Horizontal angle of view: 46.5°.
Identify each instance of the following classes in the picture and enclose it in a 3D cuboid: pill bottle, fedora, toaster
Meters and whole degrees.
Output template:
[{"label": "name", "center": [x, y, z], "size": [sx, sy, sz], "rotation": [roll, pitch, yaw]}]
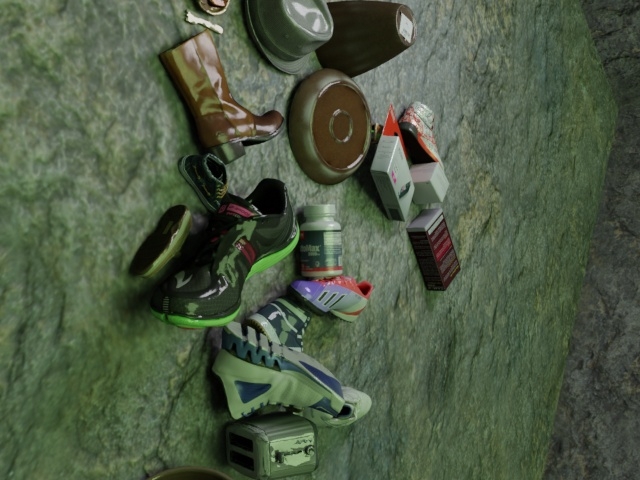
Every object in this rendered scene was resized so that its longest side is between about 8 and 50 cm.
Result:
[{"label": "pill bottle", "center": [0.000, 0.000, 1.906], "size": [0.108, 0.107, 0.180], "rotation": [-3, 90, -52]}, {"label": "fedora", "center": [-0.058, -0.549, 1.837], "size": [0.275, 0.124, 0.244], "rotation": [35, 62, -46]}, {"label": "toaster", "center": [-0.116, 0.459, 1.675], "size": [0.146, 0.227, 0.129], "rotation": [-1, 90, -35]}]

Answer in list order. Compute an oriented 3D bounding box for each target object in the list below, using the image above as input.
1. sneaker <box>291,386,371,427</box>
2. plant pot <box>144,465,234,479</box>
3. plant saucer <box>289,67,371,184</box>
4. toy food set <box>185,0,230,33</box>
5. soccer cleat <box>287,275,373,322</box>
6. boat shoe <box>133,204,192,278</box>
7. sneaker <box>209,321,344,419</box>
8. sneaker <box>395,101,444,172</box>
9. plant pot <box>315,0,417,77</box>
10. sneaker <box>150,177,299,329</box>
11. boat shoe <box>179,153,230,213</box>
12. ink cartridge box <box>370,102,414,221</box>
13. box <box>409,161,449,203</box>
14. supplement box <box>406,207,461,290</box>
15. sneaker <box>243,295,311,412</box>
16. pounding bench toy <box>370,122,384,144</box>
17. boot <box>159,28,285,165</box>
[{"label": "sneaker", "center": [0.053, 0.444, 1.941], "size": [0.297, 0.129, 0.111], "rotation": [6, 82, -53]}, {"label": "plant pot", "center": [-0.260, 0.620, 1.460], "size": [0.263, 0.262, 0.230], "rotation": [-36, 133, -47]}, {"label": "plant saucer", "center": [0.042, -0.302, 1.984], "size": [0.310, 0.050, 0.311], "rotation": [-7, 100, -45]}, {"label": "toy food set", "center": [-0.243, -0.570, 1.668], "size": [0.132, 0.038, 0.192], "rotation": [9, 82, -52]}, {"label": "soccer cleat", "center": [0.028, 0.130, 1.898], "size": [0.116, 0.108, 0.318], "rotation": [-53, 148, 9]}, {"label": "boat shoe", "center": [-0.313, 0.015, 1.539], "size": [0.190, 0.068, 0.072], "rotation": [-60, 144, -34]}, {"label": "sneaker", "center": [-0.116, 0.329, 1.674], "size": [0.315, 0.127, 0.182], "rotation": [30, 100, -7]}, {"label": "sneaker", "center": [0.341, -0.318, 2.372], "size": [0.270, 0.090, 0.145], "rotation": [48, 55, -37]}, {"label": "plant pot", "center": [0.134, -0.553, 2.000], "size": [0.215, 0.230, 0.216], "rotation": [2, 88, -53]}, {"label": "sneaker", "center": [-0.204, 0.014, 1.564], "size": [0.483, 0.185, 0.202], "rotation": [-53, 148, -52]}, {"label": "boat shoe", "center": [-0.227, -0.118, 1.635], "size": [0.183, 0.083, 0.065], "rotation": [50, 52, -39]}, {"label": "ink cartridge box", "center": [0.228, -0.224, 2.188], "size": [0.275, 0.060, 0.239], "rotation": [60, 44, -57]}, {"label": "box", "center": [0.335, -0.179, 2.350], "size": [0.101, 0.101, 0.087], "rotation": [55, 46, -36]}, {"label": "supplement box", "center": [0.369, 0.030, 2.409], "size": [0.130, 0.073, 0.240], "rotation": [-44, 121, -43]}, {"label": "sneaker", "center": [-0.072, 0.270, 1.809], "size": [0.153, 0.099, 0.282], "rotation": [-42, 118, -43]}, {"label": "pounding bench toy", "center": [0.143, -0.308, 2.136], "size": [0.083, 0.065, 0.052], "rotation": [13, 79, -51]}, {"label": "boot", "center": [-0.215, -0.337, 1.686], "size": [0.264, 0.096, 0.281], "rotation": [-36, 110, -39]}]
